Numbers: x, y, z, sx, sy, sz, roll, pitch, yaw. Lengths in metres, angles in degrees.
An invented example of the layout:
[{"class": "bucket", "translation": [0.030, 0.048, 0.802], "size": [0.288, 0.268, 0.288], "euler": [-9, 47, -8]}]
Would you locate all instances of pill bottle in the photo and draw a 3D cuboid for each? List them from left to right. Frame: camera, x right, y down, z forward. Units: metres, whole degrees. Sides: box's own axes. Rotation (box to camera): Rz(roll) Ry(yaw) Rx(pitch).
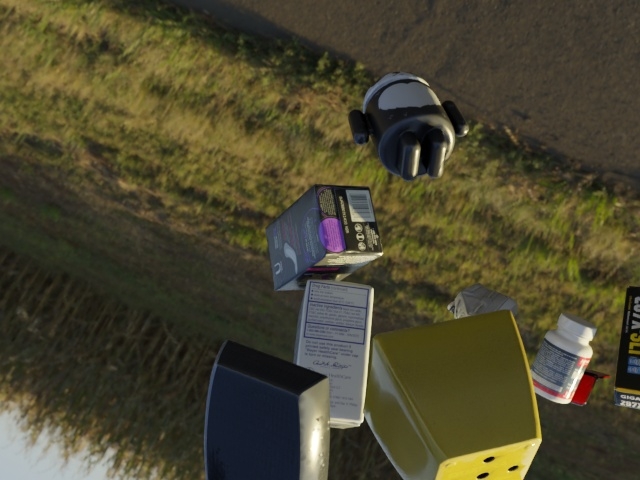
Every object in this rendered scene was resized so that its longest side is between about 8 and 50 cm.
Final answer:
[{"class": "pill bottle", "translation": [0.539, 0.258, 1.535], "size": [0.108, 0.180, 0.108], "euler": [19, -168, -4]}]

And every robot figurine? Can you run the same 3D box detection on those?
[{"class": "robot figurine", "translation": [0.190, -0.252, 1.506], "size": [0.209, 0.278, 0.173], "euler": [26, 123, -32]}]

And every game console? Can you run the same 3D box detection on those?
[{"class": "game console", "translation": [0.610, 0.346, 1.689], "size": [0.144, 0.124, 0.085], "euler": [11, 152, 46]}]

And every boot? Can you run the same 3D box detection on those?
[{"class": "boot", "translation": [0.339, 0.192, 1.586], "size": [0.123, 0.258, 0.095], "euler": [30, 133, 30]}]

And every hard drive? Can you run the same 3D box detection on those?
[{"class": "hard drive", "translation": [-0.074, 0.267, 0.876], "size": [0.172, 0.255, 0.054], "euler": [15, -157, 28]}]

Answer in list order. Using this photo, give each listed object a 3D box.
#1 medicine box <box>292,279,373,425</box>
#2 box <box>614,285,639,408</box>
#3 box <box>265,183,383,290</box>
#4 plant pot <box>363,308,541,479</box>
[{"class": "medicine box", "translation": [0.017, 0.258, 1.532], "size": [0.149, 0.289, 0.263], "euler": [8, 163, -3]}, {"class": "box", "translation": [0.848, 0.260, 1.636], "size": [0.257, 0.322, 0.079], "euler": [3, 137, 29]}, {"class": "box", "translation": [0.000, 0.000, 1.547], "size": [0.143, 0.165, 0.270], "euler": [0, 161, -29]}, {"class": "plant pot", "translation": [0.194, 0.252, 0.983], "size": [0.212, 0.187, 0.212], "euler": [-9, 137, -11]}]
